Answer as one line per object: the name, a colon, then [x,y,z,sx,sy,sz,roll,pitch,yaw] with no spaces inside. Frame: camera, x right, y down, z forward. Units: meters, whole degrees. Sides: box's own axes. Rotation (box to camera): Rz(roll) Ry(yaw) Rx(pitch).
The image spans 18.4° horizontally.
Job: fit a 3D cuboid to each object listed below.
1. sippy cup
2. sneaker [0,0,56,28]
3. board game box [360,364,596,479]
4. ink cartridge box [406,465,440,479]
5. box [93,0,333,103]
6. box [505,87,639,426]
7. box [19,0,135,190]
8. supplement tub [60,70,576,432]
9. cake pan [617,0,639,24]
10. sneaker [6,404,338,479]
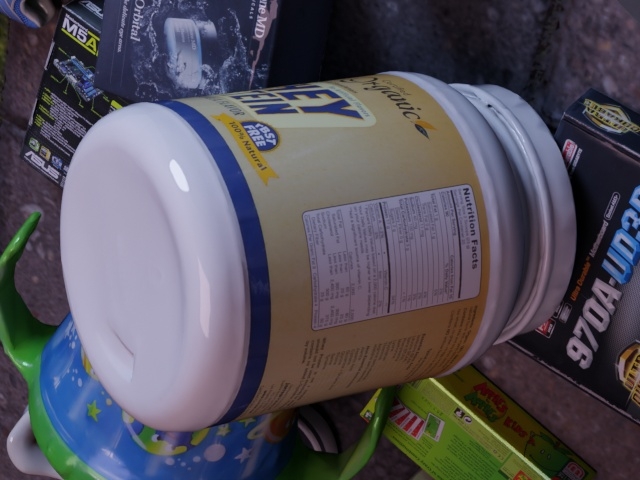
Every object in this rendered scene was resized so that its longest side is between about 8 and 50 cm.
sippy cup: [-0.101,0.079,1.604,0.240,0.306,0.224,-113,34,-40]
sneaker: [-0.227,-0.256,1.618,0.081,0.080,0.211,40,144,1]
board game box: [0.129,0.168,1.631,0.181,0.043,0.092,41,134,10]
ink cartridge box: [0.037,0.310,1.699,0.100,0.172,0.237,45,134,4]
box: [-0.079,-0.175,1.518,0.158,0.093,0.156,21,116,23]
box: [0.230,0.020,1.456,0.175,0.051,0.220,32,132,17]
box: [-0.159,-0.090,1.687,0.191,0.045,0.184,36,131,14]
supplement tub: [0.000,0.000,1.398,0.228,0.316,0.228,23,118,54]
cake pan: [0.281,-0.229,1.259,0.293,0.054,0.293,19,127,28]
sneaker: [-0.143,0.197,1.800,0.321,0.127,0.126,4,118,34]
